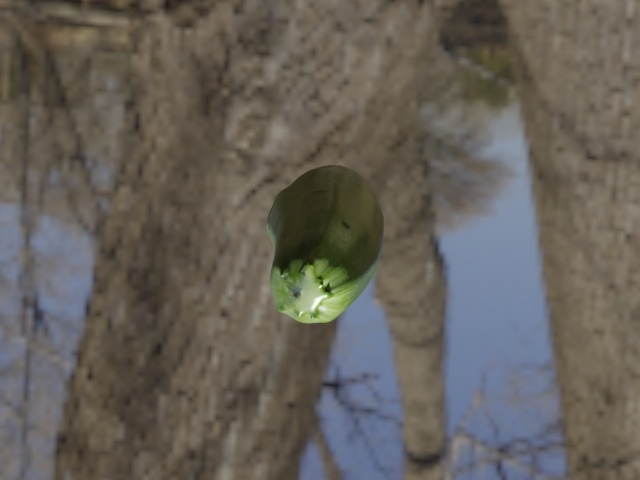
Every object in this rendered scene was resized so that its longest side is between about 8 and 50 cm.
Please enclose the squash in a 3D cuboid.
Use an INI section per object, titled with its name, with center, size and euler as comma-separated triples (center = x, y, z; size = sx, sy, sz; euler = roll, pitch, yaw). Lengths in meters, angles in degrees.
[squash]
center = 0.001, -0.001, 0.396
size = 0.027, 0.027, 0.089
euler = 3, -170, -2
